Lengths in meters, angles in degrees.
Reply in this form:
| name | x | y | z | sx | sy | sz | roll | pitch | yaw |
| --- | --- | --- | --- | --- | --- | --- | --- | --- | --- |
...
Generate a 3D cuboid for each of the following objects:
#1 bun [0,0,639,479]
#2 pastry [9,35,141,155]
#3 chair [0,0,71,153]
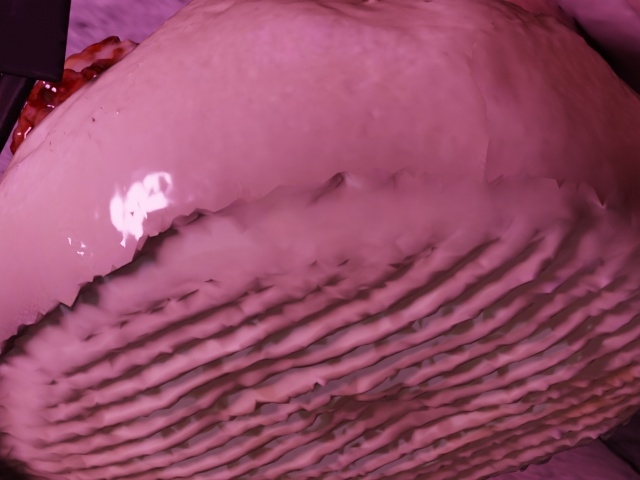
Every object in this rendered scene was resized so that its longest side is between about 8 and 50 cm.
| name | x | y | z | sx | sy | sz | roll | pitch | yaw |
| --- | --- | --- | --- | --- | --- | --- | --- | --- | --- |
| bun | 0.000 | 0.000 | 0.669 | 0.287 | 0.146 | 0.287 | -6 | 155 | -3 |
| pastry | -0.072 | -0.015 | 0.828 | 0.097 | 0.115 | 0.208 | 34 | 164 | 24 |
| chair | -0.143 | -0.121 | 0.582 | 0.154 | 0.141 | 0.260 | 9 | 159 | -17 |
